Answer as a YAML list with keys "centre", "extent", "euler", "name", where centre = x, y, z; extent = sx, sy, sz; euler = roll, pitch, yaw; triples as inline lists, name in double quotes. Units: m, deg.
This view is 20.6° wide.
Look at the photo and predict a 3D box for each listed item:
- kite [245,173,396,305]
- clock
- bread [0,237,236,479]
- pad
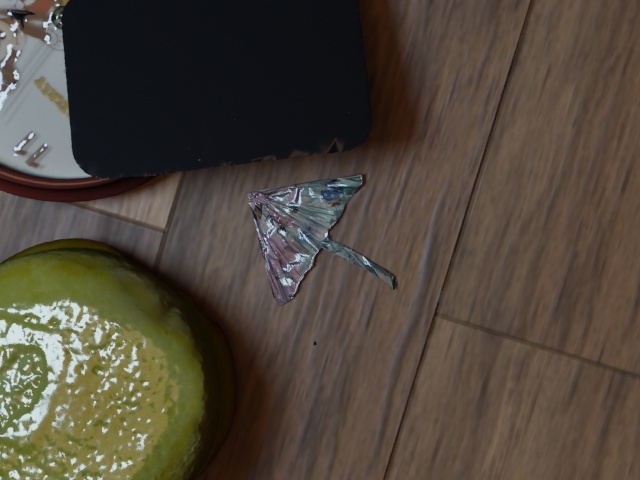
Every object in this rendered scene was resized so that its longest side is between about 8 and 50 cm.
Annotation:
- centre: [0.000, 0.000, 1.548]
  extent: [0.156, 0.011, 0.139]
  euler: [30, 98, 3]
  name: "kite"
- centre: [-0.220, -0.192, 1.518]
  extent: [0.318, 0.080, 0.318]
  euler: [0, 96, -3]
  name: "clock"
- centre: [-0.209, 0.131, 1.501]
  extent: [0.270, 0.148, 0.270]
  euler: [0, 89, 3]
  name: "bread"
- centre: [-0.078, -0.060, 1.471]
  extent: [0.250, 0.055, 0.323]
  euler: [-6, 97, -4]
  name: "pad"
